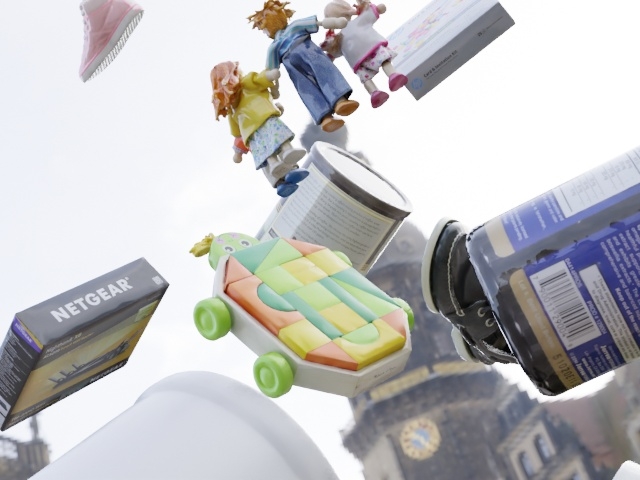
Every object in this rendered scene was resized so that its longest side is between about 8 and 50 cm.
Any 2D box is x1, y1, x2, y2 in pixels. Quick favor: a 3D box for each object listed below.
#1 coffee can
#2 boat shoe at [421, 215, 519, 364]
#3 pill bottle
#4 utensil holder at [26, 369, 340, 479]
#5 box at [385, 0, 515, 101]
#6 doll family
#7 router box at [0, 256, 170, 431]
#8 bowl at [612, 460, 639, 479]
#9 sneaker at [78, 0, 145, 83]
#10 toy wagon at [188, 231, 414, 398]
[{"bbox_3d":[0.000,0.000,1.857,0.201,0.201,0.275,19,-69,-45],"label":"coffee can"},{"bbox_3d":[0.229,0.085,1.483,0.127,0.113,0.340,-58,-33,-24],"label":"boat shoe"},{"bbox_3d":[0.213,0.001,0.682,0.219,0.123,0.123,-27,-33,12],"label":"pill bottle"},{"bbox_3d":[-0.198,0.357,1.066,0.385,0.327,0.328,-32,-18,-43],"label":"utensil holder"},{"bbox_3d":[0.151,-0.253,1.322,0.145,0.186,0.038,-37,-70,14],"label":"box"},{"bbox_3d":[-0.038,-0.182,1.233,0.263,0.163,0.118,-42,-21,23],"label":"doll family"},{"bbox_3d":[-0.433,0.179,1.917,0.309,0.081,0.243,-28,-23,-50],"label":"router box"},{"bbox_3d":[0.272,0.243,0.782,0.289,0.156,0.289,-44,-34,-39],"label":"bowl"},{"bbox_3d":[-0.284,-0.267,1.384,0.134,0.070,0.051,-47,3,30],"label":"sneaker"},{"bbox_3d":[-0.044,0.077,1.459,0.267,0.344,0.068,-19,-41,-46],"label":"toy wagon"}]
